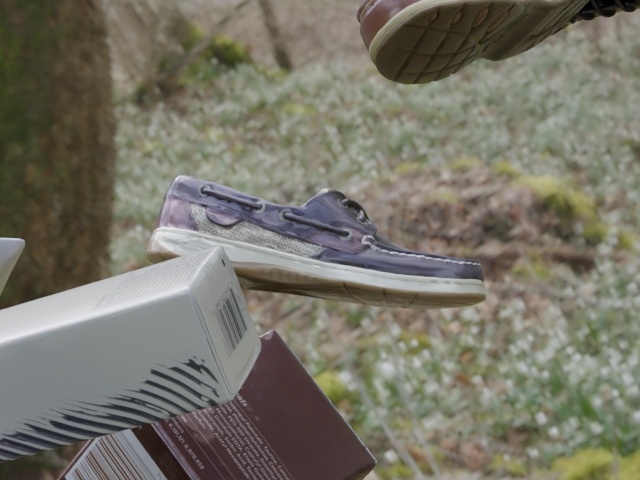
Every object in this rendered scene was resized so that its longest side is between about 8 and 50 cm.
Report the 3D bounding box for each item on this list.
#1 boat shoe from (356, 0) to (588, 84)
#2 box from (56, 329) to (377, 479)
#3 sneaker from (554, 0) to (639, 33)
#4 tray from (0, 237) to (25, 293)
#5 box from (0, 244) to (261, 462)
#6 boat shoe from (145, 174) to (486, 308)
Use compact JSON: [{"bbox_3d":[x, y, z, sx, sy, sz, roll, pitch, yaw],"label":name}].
[{"bbox_3d":[0.065,-0.118,0.738,0.064,0.060,0.178,-41,-11,34],"label":"boat shoe"},{"bbox_3d":[-0.097,0.215,1.418,0.203,0.167,0.168,-20,-24,-49],"label":"box"},{"bbox_3d":[0.184,-0.186,1.091,0.222,0.083,0.118,-28,29,3],"label":"sneaker"},{"bbox_3d":[-0.466,0.043,1.676,0.145,0.270,0.030,-53,43,47],"label":"tray"},{"bbox_3d":[-0.193,0.095,1.176,0.275,0.094,0.113,-17,14,16],"label":"box"},{"bbox_3d":[0.000,0.000,1.296,0.285,0.092,0.103,8,-10,6],"label":"boat shoe"}]
